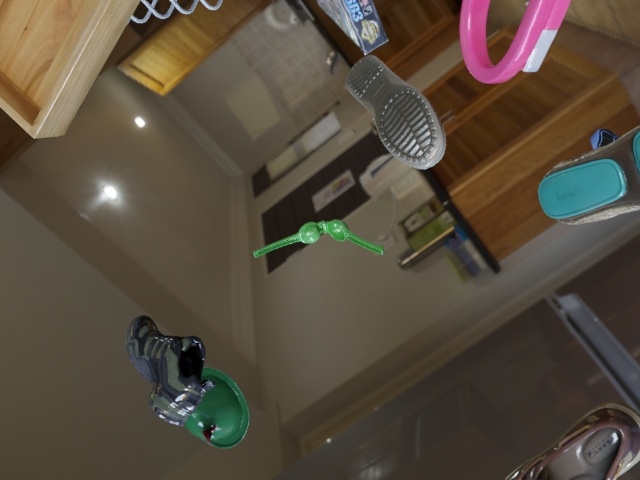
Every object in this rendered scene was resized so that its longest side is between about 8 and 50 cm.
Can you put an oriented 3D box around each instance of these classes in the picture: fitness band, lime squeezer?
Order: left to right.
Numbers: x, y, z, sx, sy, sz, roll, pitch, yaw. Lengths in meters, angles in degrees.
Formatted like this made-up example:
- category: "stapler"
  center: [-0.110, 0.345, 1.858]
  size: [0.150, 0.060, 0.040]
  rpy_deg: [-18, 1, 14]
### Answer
- category: "lime squeezer"
  center: [0.000, 0.000, 1.534]
  size: [0.059, 0.310, 0.110]
  rpy_deg: [69, -156, -54]
- category: "fitness band"
  center: [0.289, -0.377, 0.979]
  size: [0.291, 0.054, 0.209]
  rpy_deg: [104, 154, -47]

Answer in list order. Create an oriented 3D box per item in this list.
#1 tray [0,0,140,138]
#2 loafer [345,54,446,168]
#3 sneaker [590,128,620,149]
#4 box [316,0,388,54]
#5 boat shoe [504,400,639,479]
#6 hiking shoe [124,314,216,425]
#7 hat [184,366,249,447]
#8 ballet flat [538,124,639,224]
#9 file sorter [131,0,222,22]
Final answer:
- category: "tray"
  center: [-0.367, -0.371, 0.924]
  size: [0.203, 0.411, 0.076]
  rpy_deg: [42, -159, 6]
- category: "loafer"
  center: [0.138, -0.214, 1.085]
  size: [0.092, 0.102, 0.269]
  rpy_deg: [21, -148, -46]
- category: "sneaker"
  center: [0.693, -0.183, 1.420]
  size: [0.081, 0.090, 0.232]
  rpy_deg: [-7, -129, -27]
- category: "box"
  center: [0.017, -0.594, 1.416]
  size: [0.295, 0.073, 0.293]
  rpy_deg: [55, -178, -45]
- category: "boat shoe"
  center: [0.333, 0.376, 0.939]
  size: [0.123, 0.342, 0.123]
  rpy_deg: [47, -158, 25]
- category: "hiking shoe"
  center: [-0.238, 0.189, 1.054]
  size: [0.227, 0.114, 0.086]
  rpy_deg: [50, -177, 40]
- category: "hat"
  center: [-0.253, 0.355, 1.249]
  size: [0.173, 0.209, 0.183]
  rpy_deg: [37, -151, 16]
- category: "ballet flat"
  center: [0.257, -0.057, 0.495]
  size: [0.206, 0.067, 0.073]
  rpy_deg: [-8, 97, 67]
- category: "file sorter"
  center: [-0.321, -0.534, 1.224]
  size: [0.193, 0.277, 0.173]
  rpy_deg: [43, -122, -50]
